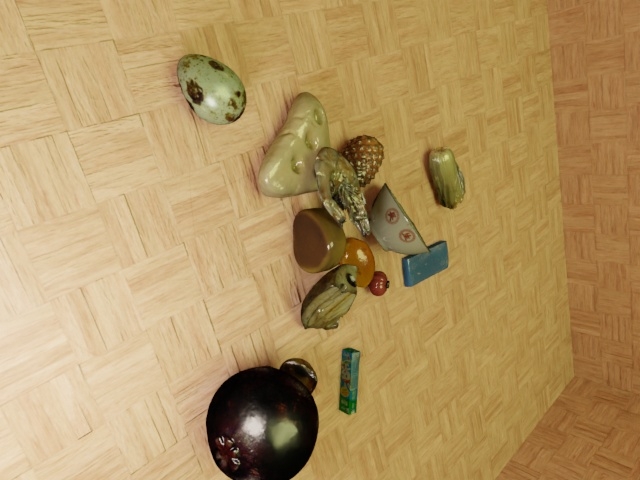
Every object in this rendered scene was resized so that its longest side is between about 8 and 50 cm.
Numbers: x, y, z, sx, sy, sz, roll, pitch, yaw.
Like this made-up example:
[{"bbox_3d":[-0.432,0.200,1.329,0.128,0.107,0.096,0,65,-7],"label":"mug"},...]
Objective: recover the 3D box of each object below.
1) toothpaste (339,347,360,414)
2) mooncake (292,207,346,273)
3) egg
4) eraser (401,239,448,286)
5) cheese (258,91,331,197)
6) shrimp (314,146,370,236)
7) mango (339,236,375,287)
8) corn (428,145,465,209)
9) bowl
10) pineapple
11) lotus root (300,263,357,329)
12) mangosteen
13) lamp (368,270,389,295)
[{"bbox_3d":[0.122,0.584,2.018,0.050,0.065,0.267,-1,97,-41],"label":"toothpaste"},{"bbox_3d":[0.000,0.000,1.732,0.117,0.234,0.235,-8,101,-39],"label":"mooncake"},{"bbox_3d":[-0.322,-0.446,1.429,0.231,0.169,0.169,46,66,-25],"label":"egg"},{"bbox_3d":[0.506,0.106,2.307,0.311,0.042,0.144,-20,108,-38],"label":"eraser"},{"bbox_3d":[-0.097,-0.310,1.663,0.328,0.129,0.351,-28,115,-38],"label":"cheese"},{"bbox_3d":[0.076,-0.153,1.680,0.360,0.085,0.247,61,37,-21],"label":"shrimp"},{"bbox_3d":[0.152,0.094,1.958,0.141,0.102,0.217,-25,110,-30],"label":"mango"},{"bbox_3d":[0.591,-0.293,2.277,0.123,0.122,0.305,-43,123,-28],"label":"corn"},{"bbox_3d":[0.295,-0.057,1.991,0.157,0.337,0.337,-33,124,11],"label":"bowl"},{"bbox_3d":[0.115,-0.228,1.843,0.175,0.175,0.361,38,70,-38],"label":"pineapple"},{"bbox_3d":[0.030,0.203,1.798,0.210,0.314,0.142,11,47,-27],"label":"lotus root"},{"bbox_3d":[-0.162,0.579,1.586,0.435,0.382,0.382,-23,111,-55],"label":"mangosteen"},{"bbox_3d":[0.246,0.183,2.058,0.107,0.092,0.108,3,90,-76],"label":"lamp"}]
